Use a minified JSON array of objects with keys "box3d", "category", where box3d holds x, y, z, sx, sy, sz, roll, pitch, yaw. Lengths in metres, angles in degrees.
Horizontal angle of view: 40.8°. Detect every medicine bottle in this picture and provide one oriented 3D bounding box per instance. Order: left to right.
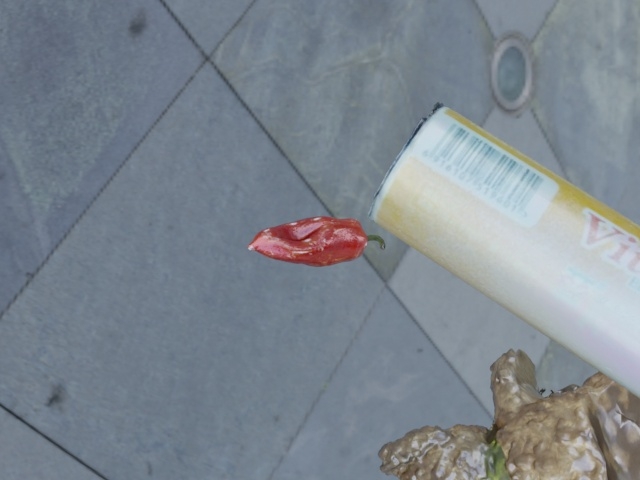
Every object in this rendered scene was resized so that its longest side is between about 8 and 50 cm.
[{"box3d":[0.230,0.062,0.535,0.108,0.426,0.108,-52,169,-14],"category":"medicine bottle"}]

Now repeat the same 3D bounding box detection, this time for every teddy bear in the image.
[{"box3d":[0.241,0.224,0.877,0.296,0.222,0.246,-19,89,-41],"category":"teddy bear"}]

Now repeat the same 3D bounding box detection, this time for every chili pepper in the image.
[{"box3d":[0.000,-0.001,0.944,0.191,0.059,0.050,-3,137,-39],"category":"chili pepper"}]
